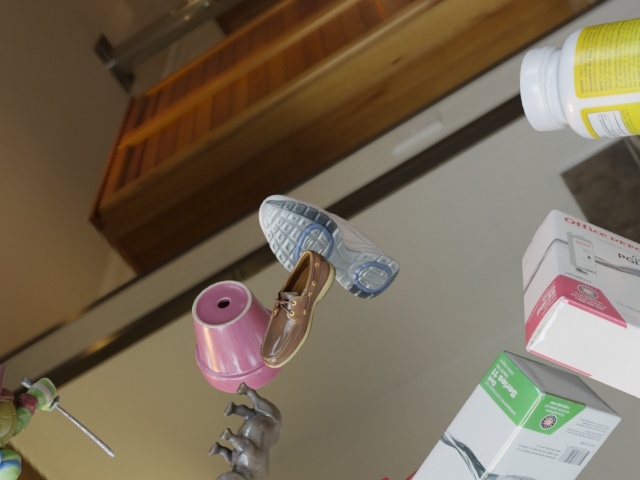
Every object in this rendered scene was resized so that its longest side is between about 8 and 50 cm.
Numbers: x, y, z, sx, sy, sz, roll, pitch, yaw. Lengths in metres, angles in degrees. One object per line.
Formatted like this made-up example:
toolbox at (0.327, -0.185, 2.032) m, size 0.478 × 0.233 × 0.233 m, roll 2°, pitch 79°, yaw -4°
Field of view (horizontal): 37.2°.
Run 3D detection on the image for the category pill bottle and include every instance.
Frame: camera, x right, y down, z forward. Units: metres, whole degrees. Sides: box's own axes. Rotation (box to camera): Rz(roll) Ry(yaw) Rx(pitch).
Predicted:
pill bottle at (0.506, -0.264, 1.535) m, size 0.188 × 0.334 × 0.187 m, roll 4°, pitch -95°, yaw -55°

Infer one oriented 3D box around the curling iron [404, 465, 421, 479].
curling iron at (0.136, 0.519, 1.861) m, size 0.035 × 0.274 × 0.068 m, roll 47°, pitch -166°, yaw -15°

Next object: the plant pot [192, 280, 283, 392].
plant pot at (-0.183, 0.190, 2.003) m, size 0.201 × 0.201 × 0.180 m, roll -106°, pitch -2°, yaw -46°

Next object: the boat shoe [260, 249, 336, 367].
boat shoe at (-0.042, 0.093, 1.343) m, size 0.060 × 0.064 × 0.178 m, roll 48°, pitch -117°, yaw -47°

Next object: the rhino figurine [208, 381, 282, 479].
rhino figurine at (-0.133, 0.370, 1.654) m, size 0.106 × 0.073 × 0.243 m, roll 30°, pitch -135°, yaw -11°

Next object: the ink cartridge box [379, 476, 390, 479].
ink cartridge box at (0.113, 0.634, 2.038) m, size 0.237 × 0.100 × 0.172 m, roll -17°, pitch -144°, yaw -41°

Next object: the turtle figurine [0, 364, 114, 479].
turtle figurine at (-0.479, 0.243, 1.324) m, size 0.266 × 0.198 × 0.275 m, roll 57°, pitch -174°, yaw 20°

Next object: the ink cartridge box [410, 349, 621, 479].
ink cartridge box at (0.222, 0.247, 1.101) m, size 0.153 × 0.208 × 0.087 m, roll 22°, pitch -162°, yaw -37°

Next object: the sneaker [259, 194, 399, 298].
sneaker at (0.000, 0.000, 1.572) m, size 0.297 × 0.111 × 0.129 m, roll 32°, pitch -165°, yaw -42°

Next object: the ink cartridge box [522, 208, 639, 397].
ink cartridge box at (0.438, 0.091, 1.511) m, size 0.207 × 0.117 × 0.283 m, roll 22°, pitch -148°, yaw -3°
